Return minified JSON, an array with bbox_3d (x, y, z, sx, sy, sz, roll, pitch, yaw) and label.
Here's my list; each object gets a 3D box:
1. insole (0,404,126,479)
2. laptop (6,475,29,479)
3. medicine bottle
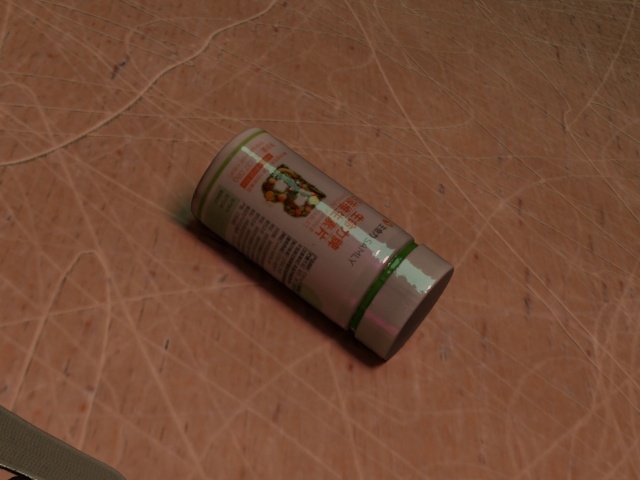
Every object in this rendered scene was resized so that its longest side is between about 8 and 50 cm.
[{"bbox_3d":[-0.174,0.110,0.723,0.152,0.002,0.053,28,29,-4],"label":"insole"},{"bbox_3d":[-0.146,0.190,0.611,0.135,0.016,0.197,33,29,9],"label":"laptop"},{"bbox_3d":[0.000,0.000,0.966,0.183,0.086,0.086,36,30,12],"label":"medicine bottle"}]
